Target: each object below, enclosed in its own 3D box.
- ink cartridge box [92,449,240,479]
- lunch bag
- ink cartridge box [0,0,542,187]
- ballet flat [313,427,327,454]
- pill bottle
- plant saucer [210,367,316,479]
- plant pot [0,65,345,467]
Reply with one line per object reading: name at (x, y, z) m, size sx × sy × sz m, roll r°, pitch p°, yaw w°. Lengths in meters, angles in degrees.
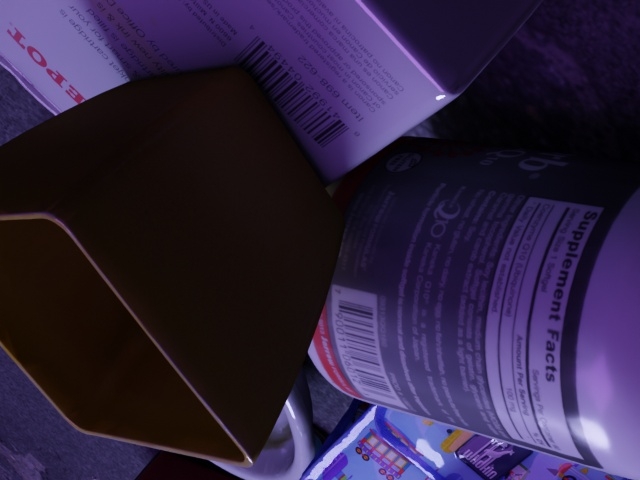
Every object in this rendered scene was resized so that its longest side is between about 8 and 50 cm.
ink cartridge box at (-0.136, 0.418, 1.816) m, size 0.309 × 0.130 × 0.272 m, roll 12°, pitch 137°, yaw 40°
lunch bag at (0.153, 0.196, 1.230) m, size 0.221 × 0.138 × 0.293 m, roll 39°, pitch 136°, yaw 0°
ink cartridge box at (-0.059, -0.177, 0.923) m, size 0.279 × 0.160 × 0.384 m, roll 45°, pitch 149°, yaw -9°
ballet flat at (0.003, 0.274, 1.536) m, size 0.206 × 0.073 × 0.067 m, roll 32°, pitch 163°, yaw 23°
pill bottle at (0.177, 0.046, 0.895) m, size 0.362 × 0.210 × 0.210 m, roll 11°, pitch 138°, yaw 41°
plant saucer at (-0.137, 0.094, 1.411) m, size 0.400 × 0.100 × 0.400 m, roll 34°, pitch 150°, yaw 23°
plant pot at (-0.111, 0.001, 0.868) m, size 0.212 × 0.187 × 0.212 m, roll 0°, pitch 132°, yaw 47°
